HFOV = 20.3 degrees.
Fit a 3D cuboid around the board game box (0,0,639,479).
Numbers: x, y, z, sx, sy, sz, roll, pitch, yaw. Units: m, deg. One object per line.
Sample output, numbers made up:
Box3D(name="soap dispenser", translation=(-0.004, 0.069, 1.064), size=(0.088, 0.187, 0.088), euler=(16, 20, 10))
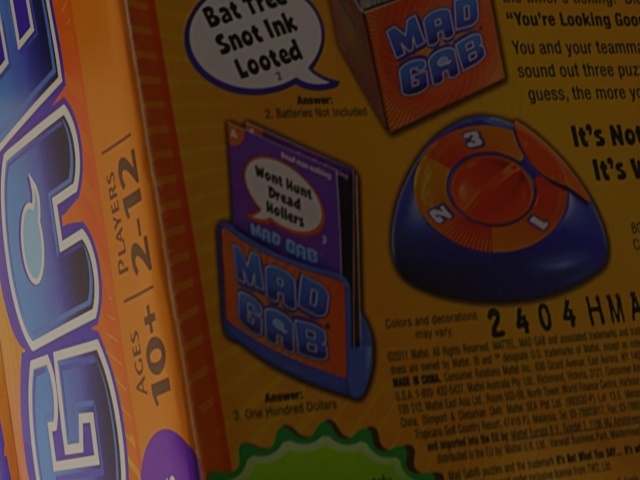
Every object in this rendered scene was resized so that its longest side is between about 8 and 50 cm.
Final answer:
Box3D(name="board game box", translation=(0.000, 0.000, 0.904), size=(0.356, 0.356, 0.356), euler=(-4, 78, -30))
